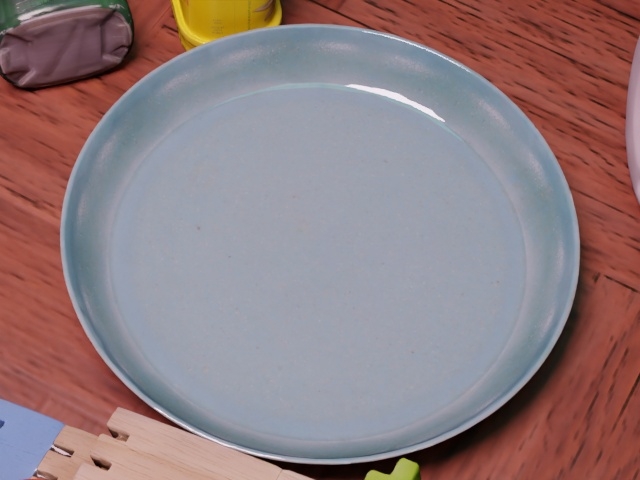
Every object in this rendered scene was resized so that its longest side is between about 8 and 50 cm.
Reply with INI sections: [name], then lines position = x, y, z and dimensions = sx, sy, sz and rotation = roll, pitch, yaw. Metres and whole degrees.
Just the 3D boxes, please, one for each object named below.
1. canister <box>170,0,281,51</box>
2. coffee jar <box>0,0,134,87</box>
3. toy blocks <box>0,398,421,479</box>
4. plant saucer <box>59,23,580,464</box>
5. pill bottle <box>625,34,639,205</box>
[canister]
position = -0.066, -0.218, 0.984
dimensions = 0.073, 0.170, 0.126
rotation = -9, 59, -9
[coffee jar]
position = -0.195, -0.198, 1.018
dimensions = 0.096, 0.079, 0.184
rotation = -15, 60, -13
[toy blocks]
position = -0.147, 0.224, 0.721
dimensions = 0.261, 0.190, 0.381
rotation = 17, 58, 21
[plant saucer]
position = 0.000, 0.000, 0.928
dimensions = 0.318, 0.043, 0.317
rotation = 1, 57, -2
[pill bottle]
position = 0.329, -0.078, 0.939
dimensions = 0.246, 0.136, 0.136
rotation = 0, 58, -4
